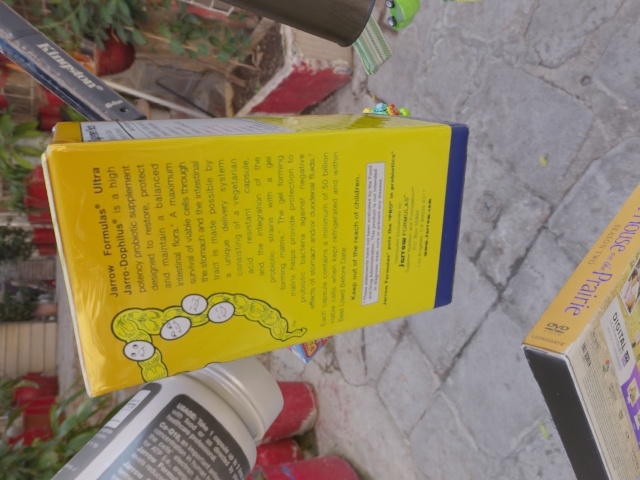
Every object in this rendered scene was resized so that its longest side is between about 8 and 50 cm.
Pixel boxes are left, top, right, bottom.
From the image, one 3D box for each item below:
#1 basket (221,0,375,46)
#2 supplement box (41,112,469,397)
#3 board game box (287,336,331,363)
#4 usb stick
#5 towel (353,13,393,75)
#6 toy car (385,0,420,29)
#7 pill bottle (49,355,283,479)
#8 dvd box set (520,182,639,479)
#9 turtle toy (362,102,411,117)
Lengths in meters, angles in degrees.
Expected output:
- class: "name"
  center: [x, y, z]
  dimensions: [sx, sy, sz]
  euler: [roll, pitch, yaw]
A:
- class: "basket"
  center: [-0.063, -0.347, 0.551]
  dimensions: [0.154, 0.226, 0.204]
  euler: [123, 146, -51]
- class: "supplement box"
  center: [-0.058, -0.021, 0.472]
  dimensions: [0.194, 0.356, 0.195]
  euler: [34, 128, 58]
- class: "board game box"
  center: [0.008, 0.165, 1.348]
  dimensions: [0.086, 0.302, 0.308]
  euler: [33, 155, 29]
- class: "usb stick"
  center: [-0.370, -0.238, 0.662]
  dimensions: [0.045, 0.278, 0.077]
  euler: [-48, 6, 26]
- class: "towel"
  center: [0.142, -0.675, 1.507]
  dimensions: [0.038, 0.325, 0.248]
  euler: [-22, 109, 30]
- class: "toy car"
  center: [0.163, -0.513, 0.916]
  dimensions: [0.053, 0.239, 0.225]
  euler: [45, 171, 31]
- class: "pill bottle"
  center: [-0.173, 0.253, 0.511]
  dimensions: [0.161, 0.283, 0.161]
  euler: [22, 134, 24]
- class: "dvd box set"
  center: [0.453, 0.107, 0.653]
  dimensions: [0.062, 0.420, 0.308]
  euler: [12, 139, 55]
- class: "turtle toy"
  center: [0.166, -0.288, 1.110]
  dimensions: [0.066, 0.130, 0.095]
  euler: [-42, 73, 41]
